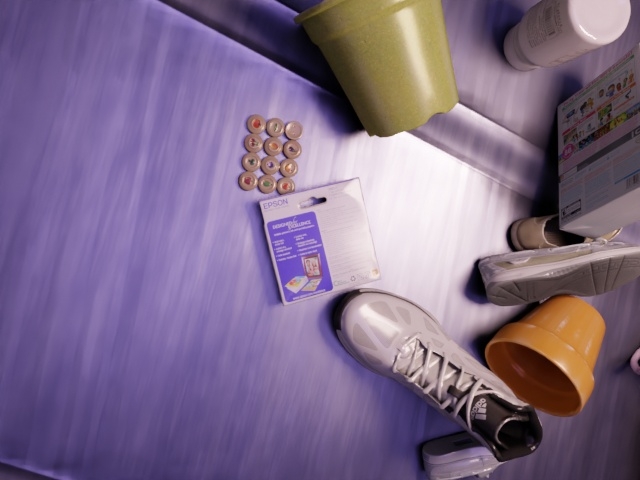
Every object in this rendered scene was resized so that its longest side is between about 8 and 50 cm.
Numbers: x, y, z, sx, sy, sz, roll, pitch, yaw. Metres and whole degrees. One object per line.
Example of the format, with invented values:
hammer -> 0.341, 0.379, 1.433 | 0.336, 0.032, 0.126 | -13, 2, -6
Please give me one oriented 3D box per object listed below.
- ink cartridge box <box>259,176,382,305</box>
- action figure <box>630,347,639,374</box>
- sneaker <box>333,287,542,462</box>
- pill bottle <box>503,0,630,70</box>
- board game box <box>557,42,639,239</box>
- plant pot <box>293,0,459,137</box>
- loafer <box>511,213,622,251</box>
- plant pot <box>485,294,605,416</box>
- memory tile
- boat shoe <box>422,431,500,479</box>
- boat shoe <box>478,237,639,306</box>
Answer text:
ink cartridge box -> 0.000, 0.000, 1.045 | 0.206, 0.045, 0.208 | -14, 96, -13
action figure -> 0.872, 0.150, 1.214 | 0.275, 0.248, 0.370 | 13, 92, 13
sneaker -> 0.240, 0.244, 1.001 | 0.447, 0.257, 0.169 | 36, 83, -12
pill bottle -> 0.466, -0.413, 1.054 | 0.131, 0.229, 0.131 | 0, 91, -14
board game box -> 0.571, -0.183, 1.044 | 0.097, 0.224, 0.304 | 15, 67, -13
plant pot -> 0.125, -0.335, 0.976 | 0.276, 0.276, 0.254 | -28, 110, -11
loafer -> 0.545, -0.020, 1.154 | 0.268, 0.092, 0.102 | -12, 94, -13
plant pot -> 0.477, 0.218, 1.103 | 0.188, 0.205, 0.205 | -41, 101, -26
memory tile -> -0.094, -0.163, 1.035 | 0.113, 0.012, 0.148 | 8, 89, -14
boat shoe -> 0.322, 0.453, 1.127 | 0.227, 0.079, 0.081 | -6, 102, -9
boat shoe -> 0.489, 0.051, 1.093 | 0.320, 0.103, 0.118 | -13, 135, 9
